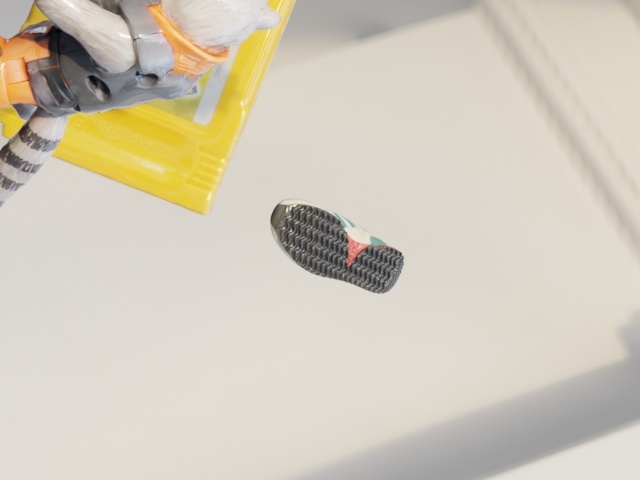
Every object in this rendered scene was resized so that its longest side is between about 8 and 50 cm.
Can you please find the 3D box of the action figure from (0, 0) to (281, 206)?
[{"bbox_3d":[-0.162,-0.150,1.453,0.330,0.341,0.178,-20,-95,35],"label":"action figure"}]

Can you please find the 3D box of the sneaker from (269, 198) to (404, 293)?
[{"bbox_3d":[0.000,0.000,1.623,0.075,0.161,0.057,28,-87,48],"label":"sneaker"}]

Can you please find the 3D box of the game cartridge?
[{"bbox_3d":[-0.202,-0.226,2.091,0.052,0.285,0.323,71,40,-84],"label":"game cartridge"}]
